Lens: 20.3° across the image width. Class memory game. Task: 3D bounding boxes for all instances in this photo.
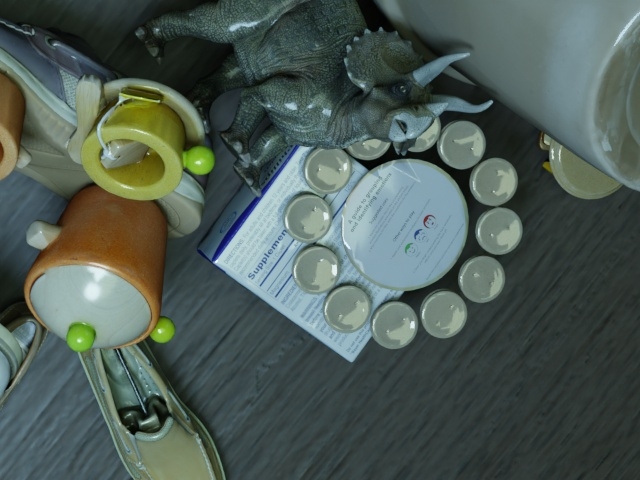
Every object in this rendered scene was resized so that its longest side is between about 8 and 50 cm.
[{"bbox_3d":[0.062,-0.011,1.323,0.186,0.012,0.186,-2,100,-14],"label":"memory game"}]

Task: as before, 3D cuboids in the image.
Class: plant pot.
[{"bbox_3d":[0.210,-0.188,1.202,0.323,0.280,0.323,-13,132,-14],"label":"plant pot"}]

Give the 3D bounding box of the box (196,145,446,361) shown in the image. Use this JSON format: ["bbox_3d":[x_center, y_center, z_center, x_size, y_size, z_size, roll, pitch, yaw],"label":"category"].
[{"bbox_3d":[0.000,0.000,1.354,0.137,0.072,0.126,37,88,-17],"label":"box"}]

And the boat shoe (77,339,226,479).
[{"bbox_3d":[-0.128,0.141,1.348,0.068,0.072,0.190,-33,106,-6],"label":"boat shoe"}]

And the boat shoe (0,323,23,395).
[{"bbox_3d":[-0.360,0.066,1.227,0.302,0.113,0.103,18,55,2],"label":"boat shoe"}]

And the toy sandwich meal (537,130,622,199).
[{"bbox_3d":[0.211,-0.073,1.416,0.085,0.029,0.086,-4,102,-17],"label":"toy sandwich meal"}]

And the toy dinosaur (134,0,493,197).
[{"bbox_3d":[-0.026,-0.137,1.276,0.160,0.313,0.121,-36,150,-5],"label":"toy dinosaur"}]

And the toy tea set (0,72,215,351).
[{"bbox_3d":[-0.243,-0.021,1.211,0.336,0.124,0.200,9,138,3],"label":"toy tea set"}]

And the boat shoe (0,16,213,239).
[{"bbox_3d":[-0.196,-0.105,1.278,0.285,0.103,0.092,32,51,-22],"label":"boat shoe"}]

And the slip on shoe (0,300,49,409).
[{"bbox_3d":[-0.249,0.106,1.329,0.051,0.041,0.135,40,89,-16],"label":"slip on shoe"}]
